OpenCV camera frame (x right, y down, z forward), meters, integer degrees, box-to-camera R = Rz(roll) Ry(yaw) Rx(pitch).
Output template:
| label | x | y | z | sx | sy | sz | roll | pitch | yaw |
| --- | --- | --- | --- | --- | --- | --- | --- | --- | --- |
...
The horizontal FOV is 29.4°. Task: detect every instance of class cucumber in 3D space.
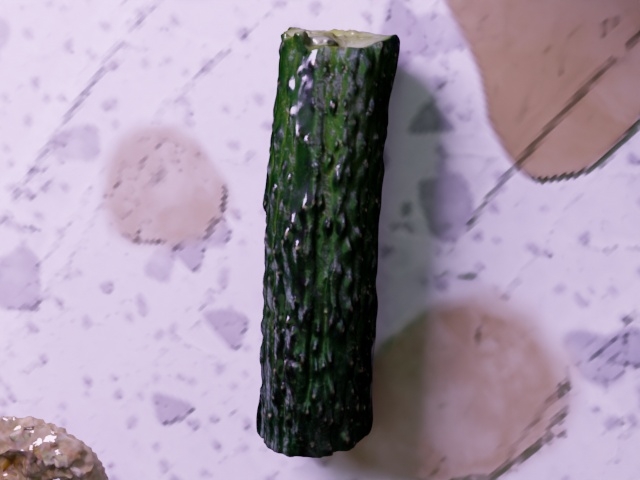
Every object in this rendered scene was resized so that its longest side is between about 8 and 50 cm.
| label | x | y | z | sx | sy | sz | roll | pitch | yaw |
| --- | --- | --- | --- | --- | --- | --- | --- | --- | --- |
| cucumber | -0.001 | 0.000 | 0.536 | 0.058 | 0.058 | 0.187 | 5 | 95 | 9 |

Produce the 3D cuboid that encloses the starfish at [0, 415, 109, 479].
| label | x | y | z | sx | sy | sz | roll | pitch | yaw |
| --- | --- | --- | --- | --- | --- | --- | --- | --- | --- |
| starfish | -0.256 | 0.132 | 0.586 | 0.299 | 0.060 | 0.302 | -42 | 93 | 16 |
